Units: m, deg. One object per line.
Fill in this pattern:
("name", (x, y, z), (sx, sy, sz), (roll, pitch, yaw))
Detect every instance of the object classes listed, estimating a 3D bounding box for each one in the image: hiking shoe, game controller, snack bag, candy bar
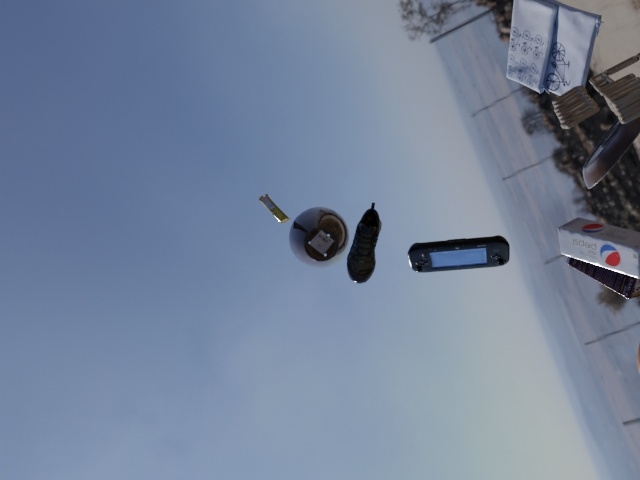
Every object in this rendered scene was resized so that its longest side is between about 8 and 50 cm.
("hiking shoe", (0.119, 0.007, 1.758), (0.114, 0.086, 0.227), (74, -155, -60))
("game controller", (0.444, 0.046, 2.016), (0.166, 0.319, 0.067), (56, -150, -63))
("snack bag", (0.770, -0.642, 2.107), (0.342, 0.037, 0.323), (44, 150, 41))
("candy bar", (-0.156, -0.106, 2.148), (0.161, 0.040, 0.018), (48, -157, -45))

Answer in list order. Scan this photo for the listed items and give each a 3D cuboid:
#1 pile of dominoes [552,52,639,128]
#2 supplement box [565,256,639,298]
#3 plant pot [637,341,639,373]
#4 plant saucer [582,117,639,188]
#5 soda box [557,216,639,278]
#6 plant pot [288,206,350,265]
("pile of dominoes", (0.500, -0.249, 1.063), (0.040, 0.196, 0.251), (58, -156, -12))
("supplement box", (0.896, 0.083, 1.922), (0.239, 0.130, 0.073), (41, 133, 51))
("plant pot", (0.864, 0.270, 1.405), (0.203, 0.290, 0.291), (18, 139, 62))
("plant saucer", (0.837, -0.287, 1.769), (0.050, 0.311, 0.310), (36, -169, 11))
("soda box", (0.633, 0.012, 1.382), (0.216, 0.069, 0.074), (28, 138, 61))
("plant pot", (0.000, 0.000, 2.061), (0.230, 0.215, 0.215), (-106, -6, -85))
